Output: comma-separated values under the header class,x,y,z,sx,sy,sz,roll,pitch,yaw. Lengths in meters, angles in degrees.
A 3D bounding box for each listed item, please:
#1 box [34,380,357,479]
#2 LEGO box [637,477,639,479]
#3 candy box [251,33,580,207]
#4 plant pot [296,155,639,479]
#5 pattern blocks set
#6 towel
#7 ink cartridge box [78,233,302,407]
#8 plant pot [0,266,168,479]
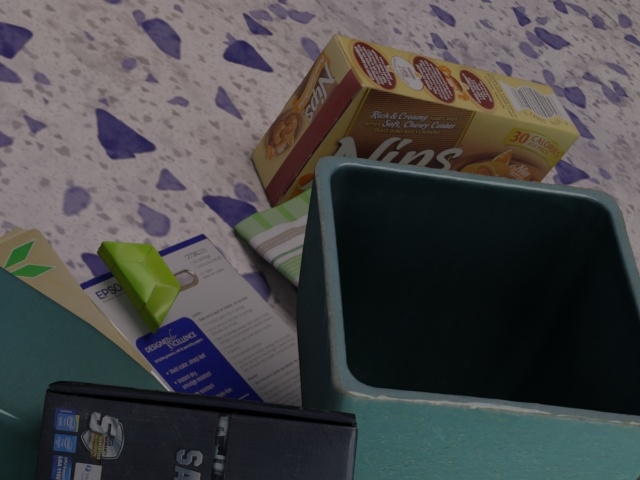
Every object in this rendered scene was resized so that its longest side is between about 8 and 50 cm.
class,x,y,z,sx,sy,sz,roll,pitch,yaw
box,-0.080,0.206,0.864,0.183,0.232,0.059,7,-1,0
LEGO box,0.367,0.271,1.346,0.500,0.193,0.372,28,34,-27
candy box,0.107,-0.104,1.616,0.316,0.183,0.087,9,42,-36
plant pot,0.097,0.119,1.148,0.247,0.252,0.248,7,42,-10
pattern blocks set,-0.236,0.078,1.165,0.285,0.026,0.325,-19,67,-33
towel,0.000,0.000,1.461,0.113,0.023,0.152,-25,43,-28
ink cartridge box,-0.046,0.163,1.266,0.371,0.069,0.176,49,36,12
plant pot,-0.197,0.148,0.988,0.234,0.165,0.166,30,22,-10
